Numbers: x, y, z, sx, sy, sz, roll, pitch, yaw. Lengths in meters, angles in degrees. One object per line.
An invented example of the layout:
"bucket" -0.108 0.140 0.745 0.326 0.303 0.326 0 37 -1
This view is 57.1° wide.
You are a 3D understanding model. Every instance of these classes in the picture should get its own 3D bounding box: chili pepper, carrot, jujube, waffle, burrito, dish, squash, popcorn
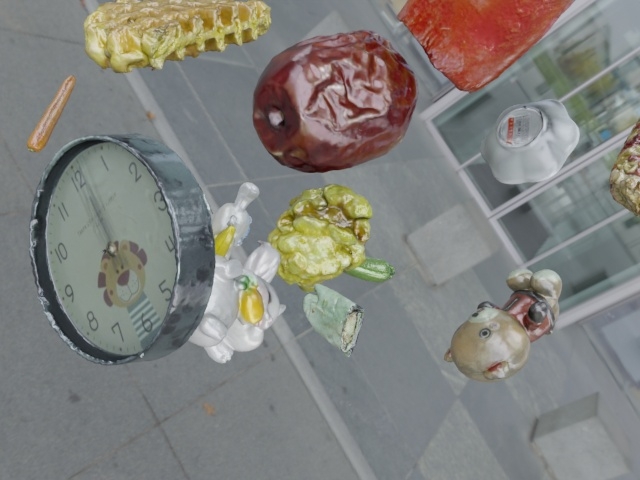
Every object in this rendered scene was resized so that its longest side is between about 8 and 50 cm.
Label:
"chili pepper" 0.300 -0.445 1.135 0.251 0.305 0.229 27 40 -19
"carrot" -0.703 -0.336 1.545 0.043 0.043 0.247 33 64 -36
"jujube" 0.042 -0.286 1.221 0.377 0.276 0.276 -25 80 -35
"waffle" -0.119 -0.184 0.516 0.161 0.046 0.192 -1 29 -9
"burrito" 0.012 0.106 0.827 0.044 0.074 0.118 9 11 -40
"dish" 0.468 -0.243 1.352 0.081 0.229 0.229 31 36 -48
"squash" 0.123 0.074 1.685 0.219 0.077 0.068 16 5 -32
"popcorn" 0.000 0.000 1.377 0.235 0.250 0.242 24 -11 10

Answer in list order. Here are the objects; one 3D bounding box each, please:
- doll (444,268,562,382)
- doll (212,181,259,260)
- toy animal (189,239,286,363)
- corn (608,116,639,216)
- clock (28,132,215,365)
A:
"doll" 0.459 0.214 1.439 0.174 0.330 0.235 57 -16 -16
"doll" -0.267 -0.031 1.709 0.111 0.237 0.252 29 72 -8
"toy animal" -0.163 0.108 1.074 0.325 0.154 0.208 -38 126 -69
"corn" 0.471 -0.140 0.783 0.098 0.098 0.290 47 68 -16
"clock" -0.270 0.012 0.772 0.061 0.313 0.312 -8 66 -57
